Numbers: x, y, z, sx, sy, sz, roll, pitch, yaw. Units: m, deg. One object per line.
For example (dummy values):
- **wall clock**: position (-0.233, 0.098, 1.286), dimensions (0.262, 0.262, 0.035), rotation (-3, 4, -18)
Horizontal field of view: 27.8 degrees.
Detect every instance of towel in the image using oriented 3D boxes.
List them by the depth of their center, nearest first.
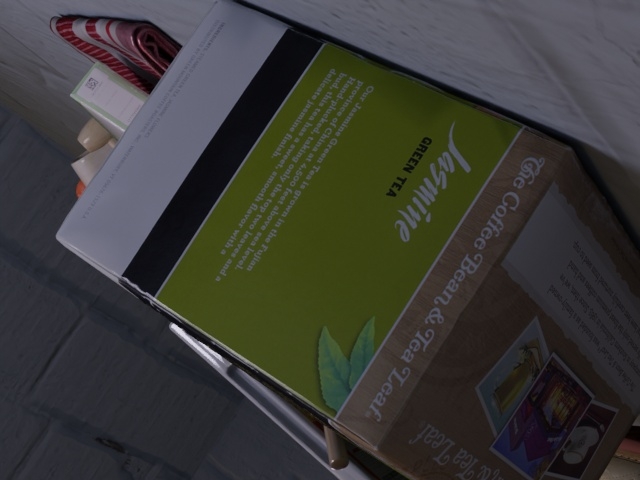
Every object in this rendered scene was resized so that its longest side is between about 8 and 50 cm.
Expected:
- **towel**: position (-0.159, -0.158, 1.381), dimensions (0.237, 0.037, 0.329), rotation (37, 173, -27)

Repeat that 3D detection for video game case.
- **video game case**: position (0.012, 0.148, 1.245), dimensions (0.285, 0.025, 0.204), rotation (39, -158, 19)

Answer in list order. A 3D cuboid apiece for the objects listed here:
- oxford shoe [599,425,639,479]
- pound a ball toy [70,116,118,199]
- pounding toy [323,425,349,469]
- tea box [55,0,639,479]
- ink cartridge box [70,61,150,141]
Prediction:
- **oxford shoe**: position (0.304, 0.244, 1.148), dimensions (0.140, 0.147, 0.397), rotation (9, 178, -44)
- **pound a ball toy**: position (-0.305, -0.054, 2.091), dimensions (0.319, 0.135, 0.208), rotation (57, 175, -12)
- **pounding toy**: position (0.105, 0.117, 1.189), dimensions (0.110, 0.236, 0.183), rotation (69, -179, -53)
- **tea box**: position (0.050, 0.035, 0.953), dimensions (0.323, 0.220, 0.329), rotation (30, 173, 35)
- **ink cartridge box**: position (-0.141, -0.090, 1.402), dimensions (0.235, 0.056, 0.171), rotation (35, 174, 19)
